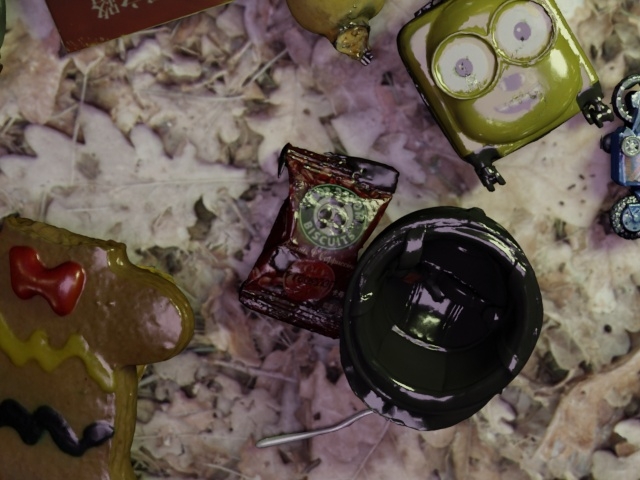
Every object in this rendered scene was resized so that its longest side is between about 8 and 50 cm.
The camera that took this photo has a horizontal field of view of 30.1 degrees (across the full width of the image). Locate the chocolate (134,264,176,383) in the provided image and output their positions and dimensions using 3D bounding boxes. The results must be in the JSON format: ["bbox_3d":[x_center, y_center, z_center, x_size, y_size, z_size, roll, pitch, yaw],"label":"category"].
[{"bbox_3d":[-0.255,0.140,1.532,0.086,0.085,0.219,24,103,-1],"label":"chocolate"}]

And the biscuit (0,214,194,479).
[{"bbox_3d":[-0.359,0.173,1.496,0.368,0.076,0.394,19,103,16],"label":"biscuit"}]

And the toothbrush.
[{"bbox_3d":[0.012,0.243,1.560,0.204,0.017,0.022,-14,79,5],"label":"toothbrush"}]

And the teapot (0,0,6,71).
[{"bbox_3d":[-0.520,-0.295,1.417,0.315,0.233,0.312,-10,105,34],"label":"teapot"}]

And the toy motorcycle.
[{"bbox_3d":[0.409,-0.102,1.457,0.114,0.076,0.205,-1,97,-6],"label":"toy motorcycle"}]

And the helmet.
[{"bbox_3d":[0.145,0.078,1.454,0.231,0.160,0.278,21,114,0],"label":"helmet"}]

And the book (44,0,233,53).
[{"bbox_3d":[-0.254,-0.433,1.409,0.263,0.028,0.373,-15,107,15],"label":"book"}]

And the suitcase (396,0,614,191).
[{"bbox_3d":[0.214,-0.201,1.412,0.194,0.143,0.234,-31,96,8],"label":"suitcase"}]

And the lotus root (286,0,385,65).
[{"bbox_3d":[0.018,-0.315,1.421,0.125,0.118,0.220,-6,96,21],"label":"lotus root"}]

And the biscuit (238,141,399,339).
[{"bbox_3d":[-0.006,-0.001,1.499,0.151,0.063,0.235,17,95,-11],"label":"biscuit"}]
